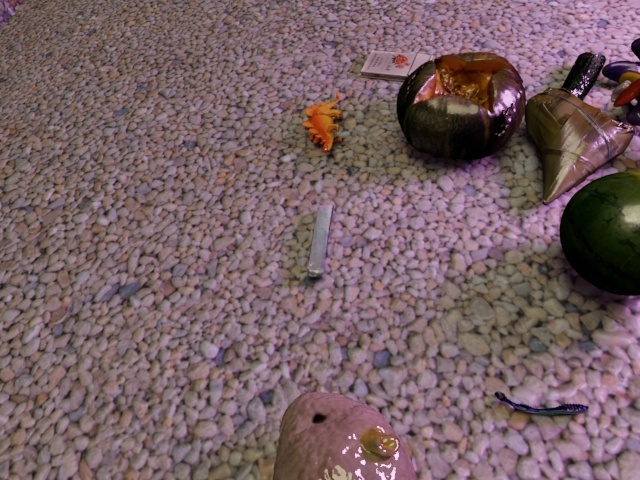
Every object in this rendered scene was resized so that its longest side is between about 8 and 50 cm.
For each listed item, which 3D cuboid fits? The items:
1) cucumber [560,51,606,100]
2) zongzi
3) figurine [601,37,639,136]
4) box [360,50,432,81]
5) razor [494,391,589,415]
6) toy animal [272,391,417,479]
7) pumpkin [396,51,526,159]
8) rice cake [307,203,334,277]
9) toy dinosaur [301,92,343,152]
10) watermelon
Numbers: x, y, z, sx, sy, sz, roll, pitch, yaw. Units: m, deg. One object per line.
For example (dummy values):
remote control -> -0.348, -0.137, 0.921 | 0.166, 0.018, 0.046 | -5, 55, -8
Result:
cucumber -> 0.685, -0.416, 1.263 | 0.075, 0.074, 0.241 | 25, 65, 26
zongzi -> 0.541, -0.229, 1.131 | 0.274, 0.125, 0.250 | -36, 57, -7
figurine -> 0.803, -0.315, 1.127 | 0.193, 0.154, 0.420 | 33, 52, -12
box -> 0.234, -0.537, 1.463 | 0.199, 0.029, 0.109 | 13, 59, 21
razor -> 0.393, 0.296, 0.847 | 0.155, 0.044, 0.028 | 5, 86, 11
toy animal -> 0.041, 0.403, 0.744 | 0.227, 0.188, 0.358 | -12, 54, 8
pumpkin -> 0.352, -0.341, 1.202 | 0.321, 0.192, 0.320 | -6, 56, 9
rice cake -> 0.000, 0.000, 1.129 | 0.043, 0.034, 0.210 | 6, 56, 5
toy dinosaur -> 0.004, -0.342, 1.352 | 0.117, 0.070, 0.288 | -4, 50, 9
watermelon -> 0.583, -0.012, 0.896 | 0.243, 0.242, 0.242 | -5, 55, 8
